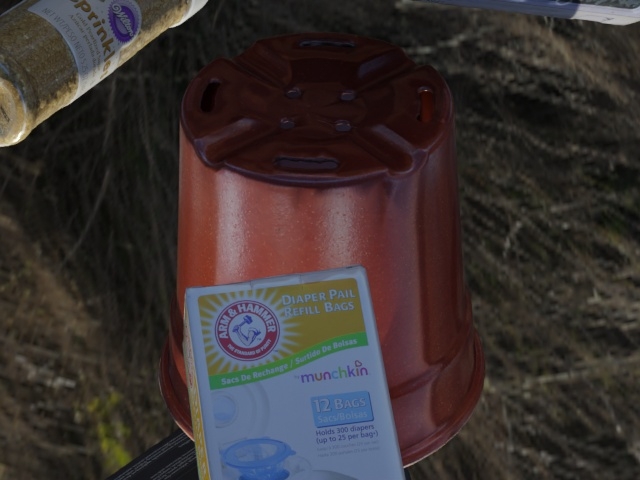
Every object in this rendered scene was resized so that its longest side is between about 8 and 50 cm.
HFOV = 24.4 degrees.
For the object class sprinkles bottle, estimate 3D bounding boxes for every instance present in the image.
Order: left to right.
[{"bbox_3d":[-0.259,-0.234,1.622,0.121,0.355,0.121,18,130,23],"label":"sprinkles bottle"}]

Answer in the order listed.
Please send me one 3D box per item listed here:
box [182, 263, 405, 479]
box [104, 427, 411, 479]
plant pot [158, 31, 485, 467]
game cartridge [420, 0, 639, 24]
[{"bbox_3d":[-0.016,0.130,0.882,0.114,0.203,0.103,-6,158,-9],"label":"box"},{"bbox_3d":[-0.111,0.337,1.538,0.312,0.343,0.179,-9,104,38],"label":"box"},{"bbox_3d":[0.000,0.000,1.154,0.272,0.272,0.265,1,129,2],"label":"plant pot"},{"bbox_3d":[0.127,-0.282,1.105,0.355,0.230,0.068,2,158,-25],"label":"game cartridge"}]
